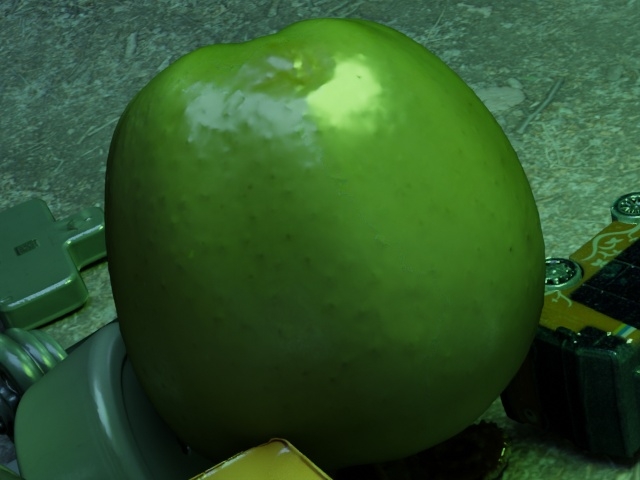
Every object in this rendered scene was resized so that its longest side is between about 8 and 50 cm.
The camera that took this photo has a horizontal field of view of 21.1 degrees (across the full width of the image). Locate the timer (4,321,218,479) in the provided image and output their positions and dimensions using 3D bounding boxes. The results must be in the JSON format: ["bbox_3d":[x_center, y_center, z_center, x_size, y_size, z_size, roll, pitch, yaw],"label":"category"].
[{"bbox_3d":[-0.267,0.280,1.804,0.315,0.290,0.290,-30,28,17],"label":"timer"}]

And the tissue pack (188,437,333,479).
[{"bbox_3d":[-0.020,0.344,1.538,0.145,0.274,0.194,-29,34,-22],"label":"tissue pack"}]

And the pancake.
[{"bbox_3d":[0.075,0.231,1.876,0.212,0.056,0.257,-34,35,-32],"label":"pancake"}]

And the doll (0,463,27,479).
[{"bbox_3d":[-0.423,0.354,1.669,0.379,0.252,0.382,-39,60,-14],"label":"doll"}]

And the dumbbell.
[{"bbox_3d":[-0.250,0.118,2.088,0.406,0.179,0.179,-33,35,-26],"label":"dumbbell"}]

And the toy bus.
[{"bbox_3d":[0.354,0.082,1.893,0.323,0.161,0.194,-35,38,-31],"label":"toy bus"}]

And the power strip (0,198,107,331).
[{"bbox_3d":[-0.380,0.021,2.412,0.194,0.059,0.265,-25,33,-7],"label":"power strip"}]

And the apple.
[{"bbox_3d":[0.000,0.000,1.703,0.474,0.473,0.473,-11,32,7],"label":"apple"}]
